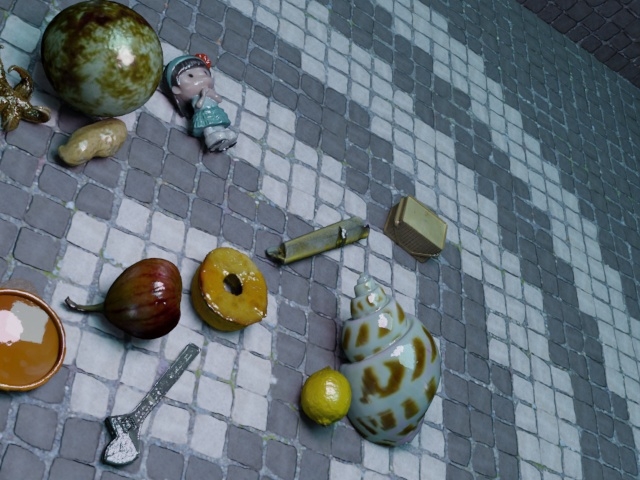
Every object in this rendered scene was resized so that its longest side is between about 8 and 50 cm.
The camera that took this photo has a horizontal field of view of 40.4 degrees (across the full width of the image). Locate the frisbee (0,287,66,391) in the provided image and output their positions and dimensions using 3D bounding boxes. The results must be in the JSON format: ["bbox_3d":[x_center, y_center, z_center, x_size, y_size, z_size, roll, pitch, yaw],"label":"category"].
[{"bbox_3d":[-0.538,0.174,1.514,0.192,0.035,0.192,22,51,-29],"label":"frisbee"}]

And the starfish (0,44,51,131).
[{"bbox_3d":[-0.629,-0.301,1.738,0.146,0.074,0.190,-19,76,-48],"label":"starfish"}]

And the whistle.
[{"bbox_3d":[0.000,0.001,2.099,0.068,0.057,0.326,21,26,36],"label":"whistle"}]

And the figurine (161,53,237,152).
[{"bbox_3d":[-0.277,-0.324,2.047,0.138,0.110,0.245,-16,77,-56],"label":"figurine"}]

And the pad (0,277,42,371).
[{"bbox_3d":[-0.583,0.170,1.507,0.266,0.002,0.176,-21,77,-47],"label":"pad"}]

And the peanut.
[{"bbox_3d":[-0.470,-0.203,1.814,0.080,0.080,0.174,53,46,1],"label":"peanut"}]

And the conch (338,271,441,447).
[{"bbox_3d":[0.143,0.264,1.947,0.249,0.197,0.368,-24,72,-27],"label":"conch"}]

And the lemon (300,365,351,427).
[{"bbox_3d":[0.012,0.332,1.841,0.109,0.109,0.133,23,57,-28],"label":"lemon"}]

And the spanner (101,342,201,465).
[{"bbox_3d":[-0.313,0.299,1.640,0.093,0.026,0.325,46,41,-8],"label":"spanner"}]

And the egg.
[{"bbox_3d":[-0.461,-0.384,1.814,0.238,0.238,0.289,-12,38,-45],"label":"egg"}]

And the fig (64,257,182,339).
[{"bbox_3d":[-0.344,0.124,1.658,0.202,0.148,0.149,-40,56,-11],"label":"fig"}]

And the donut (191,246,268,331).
[{"bbox_3d":[-0.197,0.110,1.839,0.174,0.074,0.190,13,51,-34],"label":"donut"}]

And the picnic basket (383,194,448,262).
[{"bbox_3d":[0.256,-0.031,2.328,0.164,0.079,0.115,38,42,-16],"label":"picnic basket"}]
